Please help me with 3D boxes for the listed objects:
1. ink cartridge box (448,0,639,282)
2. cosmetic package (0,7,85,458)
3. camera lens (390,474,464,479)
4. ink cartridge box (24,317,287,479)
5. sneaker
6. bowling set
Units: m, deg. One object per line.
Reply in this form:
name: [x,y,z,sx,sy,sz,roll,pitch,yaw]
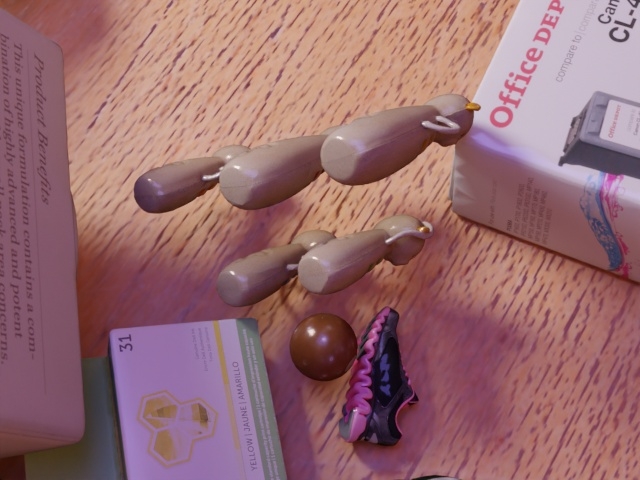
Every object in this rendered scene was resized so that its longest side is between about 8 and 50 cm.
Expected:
ink cartridge box: [0.288,-0.088,1.001,0.306,0.131,0.226,21,66,13]
cosmetic package: [-0.403,-0.014,0.795,0.327,0.393,0.329,-14,71,19]
camera lens: [0.068,0.306,0.755,0.219,0.219,0.274,-27,63,-10]
ink cartridge box: [-0.152,0.154,0.918,0.235,0.056,0.171,-4,61,-17]
sneaker: [0.053,0.112,0.967,0.057,0.047,0.119,18,65,-8]
bowling set: [0.000,0.000,0.972,0.287,0.200,0.154,-3,14,42]
